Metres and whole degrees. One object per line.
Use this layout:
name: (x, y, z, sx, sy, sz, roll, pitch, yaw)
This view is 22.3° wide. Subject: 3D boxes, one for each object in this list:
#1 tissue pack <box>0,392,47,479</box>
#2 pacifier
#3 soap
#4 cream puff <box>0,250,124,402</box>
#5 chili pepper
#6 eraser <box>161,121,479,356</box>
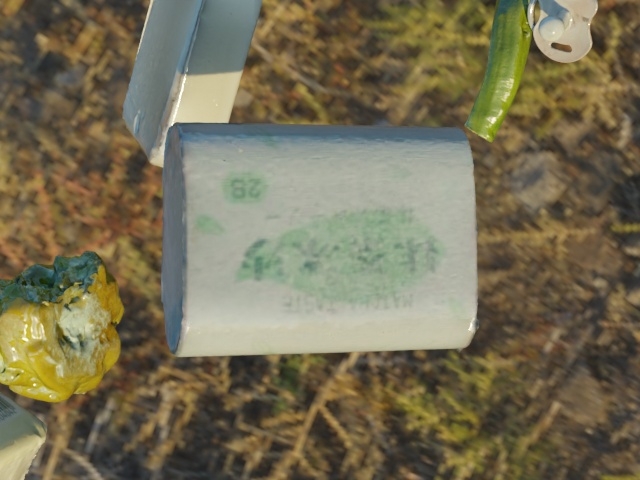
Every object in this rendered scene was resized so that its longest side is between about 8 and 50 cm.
tissue pack: (-0.493, 0.225, 1.589, 0.297, 0.380, 0.207, 34, 110, 12)
pacifier: (0.258, -0.239, 1.782, 0.081, 0.078, 0.099, 16, 120, 23)
soap: (-0.120, -0.164, 1.465, 0.121, 0.064, 0.183, 52, 130, 52)
cream puff: (-0.363, 0.115, 2.090, 0.195, 0.221, 0.194, 11, 110, 33)
chili pepper: (0.208, -0.211, 1.839, 0.052, 0.050, 0.201, 13, 86, 5)
eraser: (0.000, 0.000, 1.213, 0.081, 0.227, 0.174, 172, 97, -72)
